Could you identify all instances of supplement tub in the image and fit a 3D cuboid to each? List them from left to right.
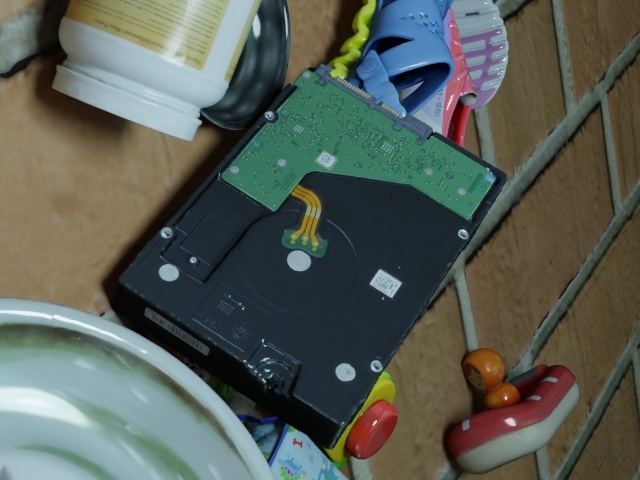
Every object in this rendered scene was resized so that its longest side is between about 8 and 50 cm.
[{"bbox_3d":[-0.125,-0.194,1.002,0.144,0.144,0.199,16,97,-58],"label":"supplement tub"}]

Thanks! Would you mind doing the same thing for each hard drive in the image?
[{"bbox_3d":[0.000,0.000,1.155,0.339,0.237,0.064,-54,172,-34],"label":"hard drive"}]

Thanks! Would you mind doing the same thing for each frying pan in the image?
[{"bbox_3d":[-0.124,-0.228,1.128,0.326,0.053,0.197,38,60,-51],"label":"frying pan"}]

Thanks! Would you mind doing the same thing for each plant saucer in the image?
[{"bbox_3d":[-0.203,0.232,0.856,0.401,0.100,0.400,20,47,-23],"label":"plant saucer"}]

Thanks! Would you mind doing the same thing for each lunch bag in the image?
[{"bbox_3d":[-0.049,0.268,1.227,0.129,0.096,0.151,52,50,-31],"label":"lunch bag"}]

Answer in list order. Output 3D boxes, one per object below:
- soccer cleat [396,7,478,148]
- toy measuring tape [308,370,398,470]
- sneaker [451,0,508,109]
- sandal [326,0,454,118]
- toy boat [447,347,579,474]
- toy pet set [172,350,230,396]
[{"bbox_3d":[0.139,-0.219,1.502,0.109,0.116,0.318,-4,95,-60],"label":"soccer cleat"},{"bbox_3d":[0.014,0.149,1.272,0.330,0.121,0.121,67,36,-62],"label":"toy measuring tape"},{"bbox_3d":[0.187,-0.286,1.603,0.104,0.095,0.236,-51,136,-88],"label":"sneaker"},{"bbox_3d":[0.092,-0.200,1.358,0.317,0.138,0.126,-62,144,-17],"label":"sandal"},{"bbox_3d":[0.251,0.219,1.724,0.151,0.151,0.231,56,35,0],"label":"toy boat"},{"bbox_3d":[-0.083,0.101,1.198,0.122,0.065,0.114,-5,96,-59],"label":"toy pet set"}]
